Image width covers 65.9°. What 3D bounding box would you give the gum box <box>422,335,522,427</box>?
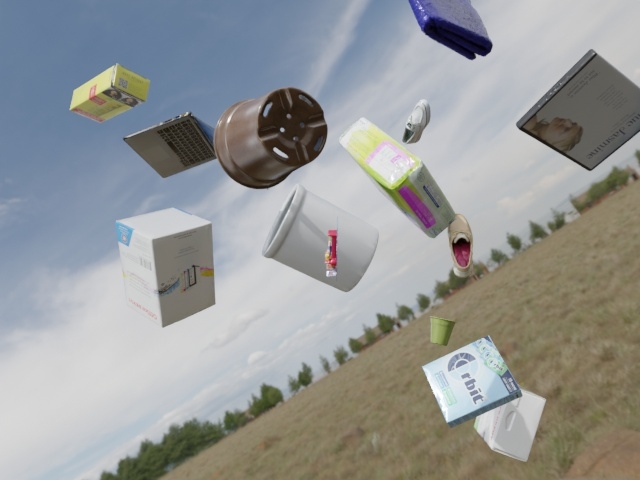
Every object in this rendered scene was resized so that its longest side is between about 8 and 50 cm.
[{"bbox_3d":[0.362,0.338,1.192,0.184,0.157,0.041,-27,-46,9],"label":"gum box"}]

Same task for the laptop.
[{"bbox_3d":[-0.455,-0.288,1.884,0.407,0.237,0.382,-21,-15,-1],"label":"laptop"}]

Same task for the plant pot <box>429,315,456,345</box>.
[{"bbox_3d":[0.372,0.282,1.526,0.083,0.083,0.079,49,-126,-78],"label":"plant pot"}]

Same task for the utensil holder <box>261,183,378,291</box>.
[{"bbox_3d":[0.000,0.000,2.027,0.328,0.385,0.328,-59,11,19],"label":"utensil holder"}]

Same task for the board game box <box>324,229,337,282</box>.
[{"bbox_3d":[0.027,0.022,1.259,0.033,0.169,0.133,0,-28,2],"label":"board game box"}]

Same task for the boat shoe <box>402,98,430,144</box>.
[{"bbox_3d":[0.396,-0.482,2.060,0.075,0.083,0.226,-26,-31,-20],"label":"boat shoe"}]

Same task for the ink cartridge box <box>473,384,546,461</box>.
[{"bbox_3d":[0.604,0.565,1.598,0.273,0.114,0.199,51,-122,-81],"label":"ink cartridge box"}]

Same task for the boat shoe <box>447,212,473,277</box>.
[{"bbox_3d":[0.347,0.003,1.210,0.062,0.170,0.059,-7,-25,11],"label":"boat shoe"}]

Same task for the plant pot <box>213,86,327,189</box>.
[{"bbox_3d":[-0.078,-0.180,0.846,0.166,0.167,0.165,-27,12,-26],"label":"plant pot"}]

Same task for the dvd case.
[{"bbox_3d":[0.535,-0.245,0.977,0.252,0.022,0.180,18,-49,-29],"label":"dvd case"}]

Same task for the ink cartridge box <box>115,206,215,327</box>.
[{"bbox_3d":[-0.380,0.061,1.232,0.168,0.171,0.233,-21,-59,-45],"label":"ink cartridge box"}]

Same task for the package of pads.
[{"bbox_3d":[0.185,-0.163,1.231,0.101,0.297,0.229,-43,-49,5],"label":"package of pads"}]

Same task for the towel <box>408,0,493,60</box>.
[{"bbox_3d":[0.306,-0.602,1.277,0.227,0.309,0.076,9,-38,-27],"label":"towel"}]

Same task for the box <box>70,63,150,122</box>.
[{"bbox_3d":[-0.511,-0.349,1.187,0.232,0.058,0.087,-3,-16,40],"label":"box"}]
